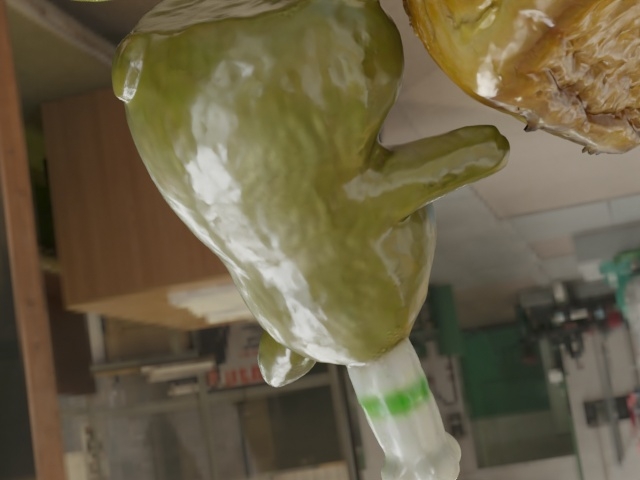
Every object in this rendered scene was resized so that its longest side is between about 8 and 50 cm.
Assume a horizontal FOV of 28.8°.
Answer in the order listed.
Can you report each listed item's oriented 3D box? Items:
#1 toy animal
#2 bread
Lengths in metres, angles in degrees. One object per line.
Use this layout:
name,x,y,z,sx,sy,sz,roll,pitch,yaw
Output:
toy animal,0.010,-0.017,0.815,0.180,0.363,0.181,-44,-144,-21
bread,0.225,-0.208,0.764,0.328,0.148,0.337,-43,161,22
